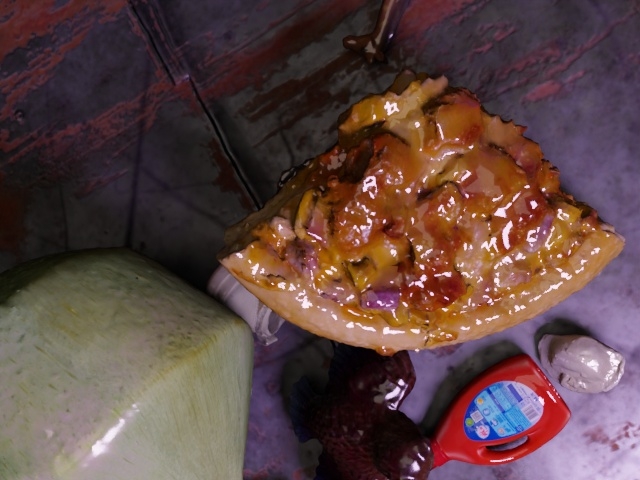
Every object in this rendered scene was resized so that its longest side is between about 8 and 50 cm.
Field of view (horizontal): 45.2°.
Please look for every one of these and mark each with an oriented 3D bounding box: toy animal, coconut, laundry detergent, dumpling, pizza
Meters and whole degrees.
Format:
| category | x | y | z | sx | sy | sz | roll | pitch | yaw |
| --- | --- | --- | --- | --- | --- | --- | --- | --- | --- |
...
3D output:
| category | x | y | z | sx | sy | sz | roll | pitch | yaw |
| --- | --- | --- | --- | --- | --- | --- | --- | --- | --- |
| toy animal | 0.106 | -0.325 | 0.824 | 0.224 | 0.066 | 0.230 | -16 | 91 | 12 |
| coconut | -0.205 | 0.161 | 0.772 | 0.328 | 0.328 | 0.281 | 34 | 82 | 11 |
| laundry detergent | 0.175 | 0.197 | 0.815 | 0.165 | 0.049 | 0.097 | -37 | 86 | 12 |
| dumpling | 0.265 | 0.126 | 0.790 | 0.076 | 0.052 | 0.057 | 13 | 81 | 2 |
| pizza | 0.108 | -0.022 | 0.741 | 0.408 | 0.114 | 0.278 | 3 | 102 | -15 |
| toy animal | 0.039 | 0.199 | 0.779 | 0.116 | 0.179 | 0.219 | 11 | 91 | -14 |

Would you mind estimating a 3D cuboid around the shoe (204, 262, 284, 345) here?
| category | x | y | z | sx | sy | sz | roll | pitch | yaw |
| --- | --- | --- | --- | --- | --- | --- | --- | --- | --- |
| shoe | 0.000 | 0.000 | 0.829 | 0.275 | 0.103 | 0.098 | -43 | 81 | 15 |
